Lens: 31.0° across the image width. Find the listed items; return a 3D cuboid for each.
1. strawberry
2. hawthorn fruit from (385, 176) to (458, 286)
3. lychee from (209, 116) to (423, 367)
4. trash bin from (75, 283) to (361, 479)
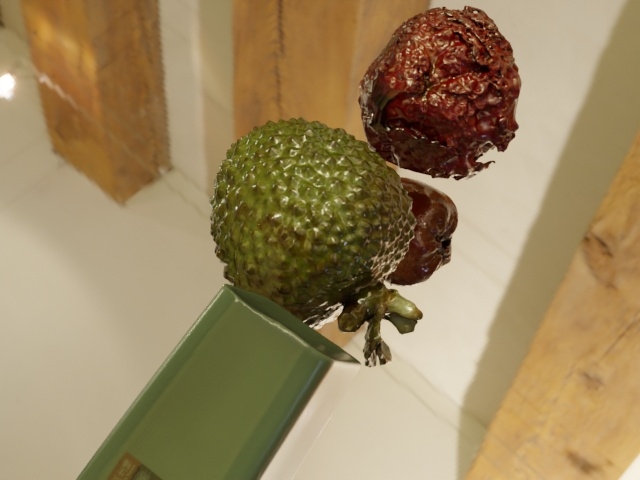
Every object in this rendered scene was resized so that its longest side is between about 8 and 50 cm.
[{"bbox_3d":[0.168,-0.223,1.737,0.274,0.274,0.220,32,9,31],"label":"strawberry"},{"bbox_3d":[0.126,-0.024,1.953,0.202,0.185,0.185,26,-33,23],"label":"hawthorn fruit"},{"bbox_3d":[-0.007,-0.009,1.487,0.320,0.270,0.270,56,-15,42],"label":"lychee"},{"bbox_3d":[-0.122,0.222,1.151,0.158,0.343,0.223,32,1,14],"label":"trash bin"}]
